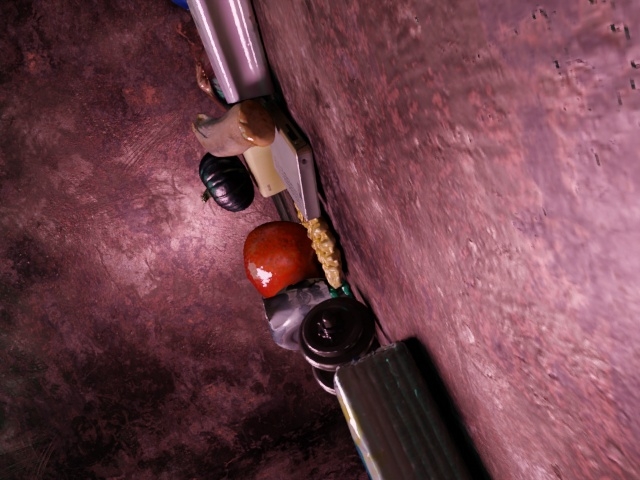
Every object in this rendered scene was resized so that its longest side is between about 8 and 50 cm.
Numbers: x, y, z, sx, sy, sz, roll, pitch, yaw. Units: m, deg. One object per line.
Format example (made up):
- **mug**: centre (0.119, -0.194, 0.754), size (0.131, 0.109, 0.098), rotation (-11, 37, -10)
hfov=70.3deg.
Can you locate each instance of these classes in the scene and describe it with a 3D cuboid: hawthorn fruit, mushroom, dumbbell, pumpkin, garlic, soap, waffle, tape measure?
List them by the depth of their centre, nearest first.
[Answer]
- **soap**: centre (-0.206, -0.454, 1.014), size (0.347, 0.115, 0.208), rotation (76, 169, -56)
- **mushroom**: centre (-0.223, -0.270, 1.120), size (0.351, 0.095, 0.123), rotation (13, 122, 52)
- **dumbbell**: centre (0.052, 0.262, 1.121), size (0.290, 0.192, 0.192), rotation (70, 173, -45)
- **waffle**: centre (0.002, -0.001, 1.202), size (0.261, 0.056, 0.250), rotation (82, 163, -58)
- **garlic**: centre (-0.271, -0.464, 1.309), size (0.245, 0.160, 0.245), rotation (155, 90, -84)
- **pumpkin**: centre (-0.270, -0.174, 1.324), size (0.194, 0.150, 0.194), rotation (-4, -90, -75)
- **tape measure**: centre (-0.036, 0.220, 1.395), size (0.275, 0.256, 0.147), rotation (77, 175, -55)
- **hawthorn fruit**: centre (-0.106, 0.069, 1.502), size (0.275, 0.299, 0.275), rotation (-2, -90, -68)

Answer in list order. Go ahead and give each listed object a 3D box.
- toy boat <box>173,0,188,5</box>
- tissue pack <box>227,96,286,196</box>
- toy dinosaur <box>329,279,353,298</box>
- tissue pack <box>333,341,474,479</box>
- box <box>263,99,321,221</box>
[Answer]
- **toy boat**: centre (-0.321, -0.627, 1.079), size (0.088, 0.129, 0.295), rotation (37, -165, -13)
- **tissue pack**: centre (-0.164, -0.261, 1.312), size (0.234, 0.125, 0.159), rotation (77, 166, -60)
- **toy dinosaur**: centre (0.072, 0.168, 1.266), size (0.096, 0.059, 0.132), rotation (59, -176, -13)
- **tissue pack**: centre (0.160, 0.388, 0.821), size (0.287, 0.162, 0.388), rotation (79, 167, -75)
- **box**: centre (-0.068, -0.191, 1.078), size (0.270, 0.045, 0.211), rotation (-122, 18, -49)
